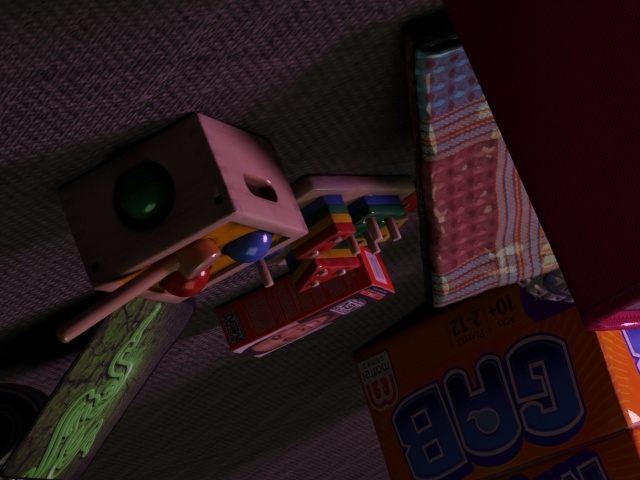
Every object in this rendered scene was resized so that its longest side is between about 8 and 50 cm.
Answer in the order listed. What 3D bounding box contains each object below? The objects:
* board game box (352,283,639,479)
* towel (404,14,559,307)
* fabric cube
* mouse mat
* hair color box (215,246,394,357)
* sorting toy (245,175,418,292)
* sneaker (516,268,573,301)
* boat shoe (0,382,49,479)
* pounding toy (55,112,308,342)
[{"bbox_3d":[0.320,0.211,1.802,0.356,0.356,0.356,-9,166,-39],"label":"board game box"},{"bbox_3d":[0.238,-0.095,1.146,0.370,0.040,0.271,-19,138,-9],"label":"towel"},{"bbox_3d":[0.232,-0.128,0.812,0.254,0.258,0.259,-32,162,33],"label":"fabric cube"},{"bbox_3d":[-0.175,0.117,1.356,0.190,0.007,0.152,-55,161,2],"label":"mouse mat"},{"bbox_3d":[-0.013,0.054,1.475,0.141,0.043,0.072,-26,165,14],"label":"hair color box"},{"bbox_3d":[0.000,0.000,1.311,0.132,0.046,0.274,-33,162,34],"label":"sorting toy"},{"bbox_3d":[0.266,-0.012,1.531,0.297,0.129,0.111,14,147,-35],"label":"sneaker"},{"bbox_3d":[-0.360,0.186,1.348,0.301,0.108,0.102,-16,166,4],"label":"boat shoe"},{"bbox_3d":[-0.096,-0.002,1.070,0.130,0.100,0.141,-28,164,18],"label":"pounding toy"}]
